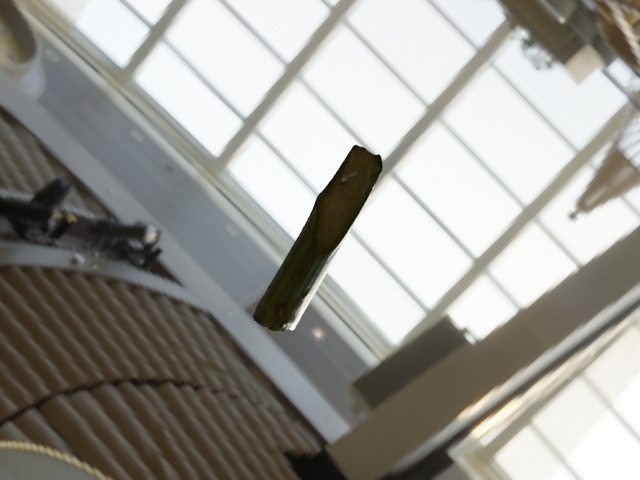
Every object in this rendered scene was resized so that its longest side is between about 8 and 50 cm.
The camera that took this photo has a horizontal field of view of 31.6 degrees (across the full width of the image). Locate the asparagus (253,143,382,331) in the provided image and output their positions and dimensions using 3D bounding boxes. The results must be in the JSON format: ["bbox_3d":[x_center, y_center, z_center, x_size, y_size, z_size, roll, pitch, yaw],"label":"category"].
[{"bbox_3d":[0.000,0.000,0.982,0.041,0.178,0.045,38,-166,36],"label":"asparagus"}]
